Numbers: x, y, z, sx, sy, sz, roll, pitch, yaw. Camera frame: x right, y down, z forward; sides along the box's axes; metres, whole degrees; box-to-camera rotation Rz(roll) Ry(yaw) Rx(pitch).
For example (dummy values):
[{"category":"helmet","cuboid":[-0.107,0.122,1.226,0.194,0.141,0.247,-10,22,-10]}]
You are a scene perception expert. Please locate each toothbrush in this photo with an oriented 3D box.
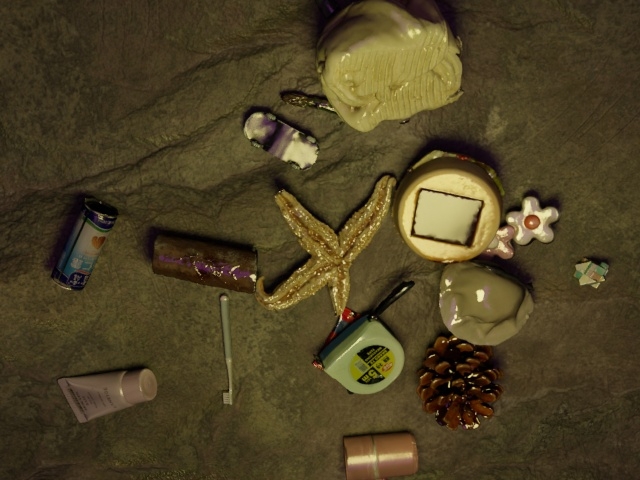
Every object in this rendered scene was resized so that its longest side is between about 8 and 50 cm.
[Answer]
[{"category":"toothbrush","cuboid":[-0.265,0.313,1.923,0.030,0.025,0.343,1,108,0]}]

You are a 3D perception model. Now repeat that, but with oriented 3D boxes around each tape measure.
[{"category":"tape measure","cuboid":[0.171,0.272,1.878,0.351,0.098,0.215,-42,117,7]}]

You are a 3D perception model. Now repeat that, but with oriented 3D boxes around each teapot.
[{"category":"teapot","cuboid":[-0.002,-0.595,1.643,0.042,0.043,0.111,-38,101,9]}]

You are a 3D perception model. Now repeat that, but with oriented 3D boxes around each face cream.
[{"category":"face cream","cuboid":[-0.602,0.430,1.922,0.273,0.096,0.154,-15,111,16]}]

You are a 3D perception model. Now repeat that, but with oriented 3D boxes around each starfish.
[{"category":"starfish","cuboid":[0.000,0.000,1.797,0.323,0.082,0.432,13,108,-16]}]

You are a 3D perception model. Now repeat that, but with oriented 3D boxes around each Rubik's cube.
[{"category":"Rubik's cube","cuboid":[0.744,0.091,1.867,0.084,0.073,0.075,8,106,-7]}]

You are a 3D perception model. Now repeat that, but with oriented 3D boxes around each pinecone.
[{"category":"pinecone","cuboid":[0.377,0.399,1.860,0.264,0.264,0.264,-1,107,-2]}]

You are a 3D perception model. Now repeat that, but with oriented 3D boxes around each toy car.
[{"category":"toy car","cuboid":[-0.099,-0.257,1.734,0.204,0.056,0.095,29,104,-7]}]

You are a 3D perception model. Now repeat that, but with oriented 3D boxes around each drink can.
[{"category":"drink can","cuboid":[-0.618,0.011,1.778,0.097,0.097,0.235,26,104,-10]}]

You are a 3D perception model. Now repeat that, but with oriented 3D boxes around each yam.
[{"category":"yam","cuboid":[-0.298,0.060,1.791,0.279,0.131,0.131,11,107,-3]}]

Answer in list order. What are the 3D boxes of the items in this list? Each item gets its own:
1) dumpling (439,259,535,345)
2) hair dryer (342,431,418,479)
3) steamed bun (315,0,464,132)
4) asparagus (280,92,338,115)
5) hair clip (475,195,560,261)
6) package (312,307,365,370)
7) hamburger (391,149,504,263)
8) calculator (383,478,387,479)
[{"category":"dumpling","cuboid":[0.449,0.159,1.804,0.292,0.205,0.163,29,149,-15]},{"category":"hair dryer","cuboid":[0.182,0.739,2.020,0.210,0.125,0.353,-5,107,-2]},{"category":"steamed bun","cuboid":[0.151,-0.440,1.595,0.393,0.238,0.346,8,140,-37]},{"category":"asparagus","cuboid":[-0.022,-0.348,1.722,0.165,0.030,0.036,9,134,-6]},{"category":"hair clip","cuboid":[0.516,-0.027,1.826,0.256,0.075,0.146,-26,106,10]},{"category":"package","cuboid":[0.057,0.288,1.928,0.083,0.022,0.201,25,103,-11]},{"category":"hamburger","cuboid":[0.329,-0.080,1.744,0.301,0.170,0.302,3,110,7]},{"category":"calculator","cuboid":[0.173,0.823,2.096,0.126,0.034,0.191,-18,101,4]}]
